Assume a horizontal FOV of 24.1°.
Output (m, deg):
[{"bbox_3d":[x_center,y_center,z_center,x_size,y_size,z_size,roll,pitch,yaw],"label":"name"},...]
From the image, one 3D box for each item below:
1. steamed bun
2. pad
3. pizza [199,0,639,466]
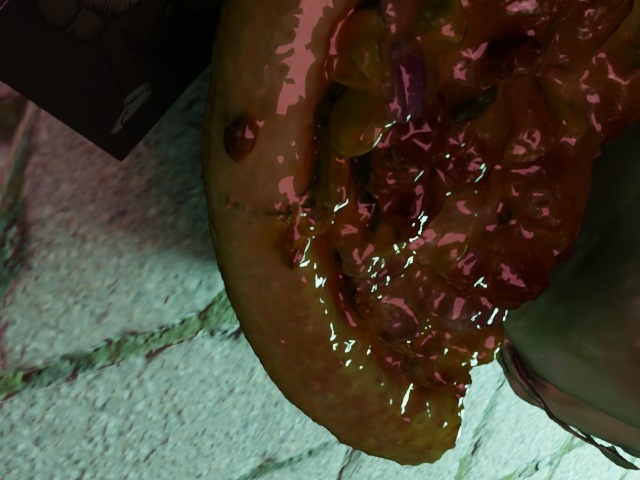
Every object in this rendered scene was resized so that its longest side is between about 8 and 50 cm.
[{"bbox_3d":[0.207,-0.025,0.905,0.280,0.207,0.268,-57,-171,-27],"label":"steamed bun"},{"bbox_3d":[-0.056,-0.126,0.647,0.190,0.004,0.127,-48,150,3],"label":"pad"},{"bbox_3d":[0.060,-0.059,0.729,0.277,0.114,0.409,-21,132,-35],"label":"pizza"}]
